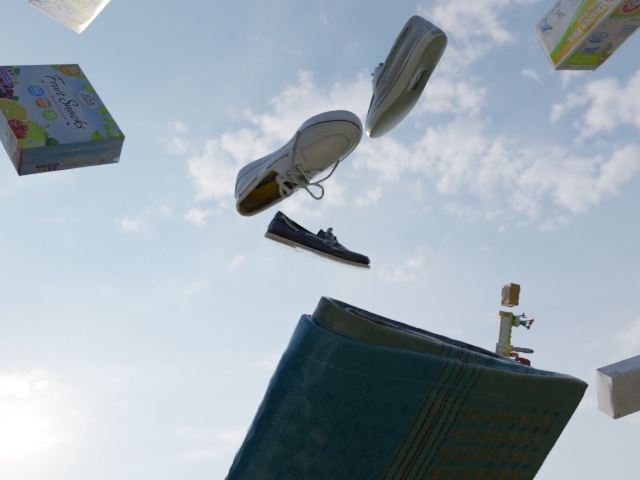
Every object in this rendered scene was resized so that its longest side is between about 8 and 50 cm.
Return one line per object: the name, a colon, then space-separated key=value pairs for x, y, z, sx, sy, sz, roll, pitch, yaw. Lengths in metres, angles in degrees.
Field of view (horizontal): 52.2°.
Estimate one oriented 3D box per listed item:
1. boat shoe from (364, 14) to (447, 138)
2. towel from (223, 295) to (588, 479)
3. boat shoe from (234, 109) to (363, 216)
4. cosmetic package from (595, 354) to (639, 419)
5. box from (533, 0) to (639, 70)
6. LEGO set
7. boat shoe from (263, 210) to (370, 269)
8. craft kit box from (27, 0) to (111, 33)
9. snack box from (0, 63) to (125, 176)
boat shoe: x=0.132 y=-0.281 z=1.127 sx=0.079 sy=0.081 sz=0.227 roll=-13 pitch=-34 yaw=-42
towel: x=0.016 y=0.227 z=0.448 sx=0.271 sy=0.040 sz=0.370 roll=21 pitch=-80 yaw=-37
boat shoe: x=-0.060 y=-0.152 z=1.477 sx=0.367 sy=0.156 sz=0.136 roll=-25 pitch=-49 yaw=27
cosmetic package: x=0.706 y=0.295 z=1.398 sx=0.239 sy=0.060 sz=0.099 roll=-13 pitch=-77 yaw=-15
box: x=0.497 y=-0.406 z=1.156 sx=0.114 sy=0.103 sz=0.203 roll=-7 pitch=-24 yaw=-26
LEGO set: x=0.413 y=0.220 z=1.336 sx=0.107 sy=0.287 sz=0.132 roll=7 pitch=-50 yaw=15
boat shoe: x=0.000 y=0.000 z=1.197 sx=0.206 sy=0.065 sz=0.075 roll=18 pitch=-9 yaw=8
craft kit box: x=-0.125 y=-0.297 z=0.481 sx=0.061 sy=0.246 sz=0.250 roll=23 pitch=-10 yaw=-30
snack box: x=-0.461 y=-0.212 z=1.115 sx=0.174 sy=0.207 sz=0.070 roll=-14 pitch=-31 yaw=-40
